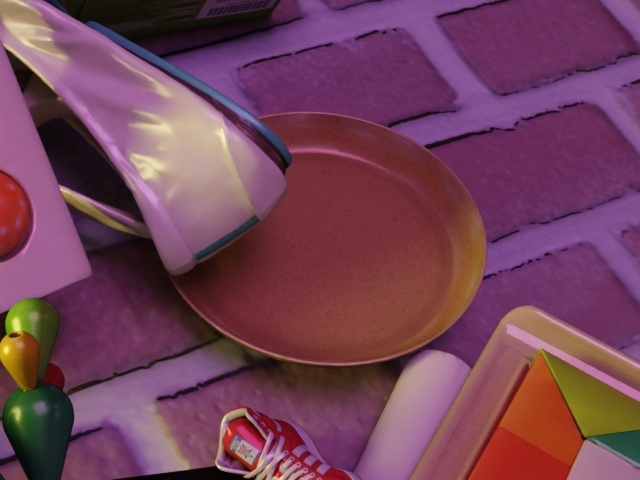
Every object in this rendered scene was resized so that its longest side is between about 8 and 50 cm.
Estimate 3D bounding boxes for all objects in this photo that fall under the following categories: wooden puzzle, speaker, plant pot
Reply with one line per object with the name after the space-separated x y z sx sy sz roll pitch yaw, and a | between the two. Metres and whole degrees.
0.172 0.162 0.796 0.221 0.044 0.239 29 49 10 | wooden puzzle
0.058 0.136 0.846 0.055 0.055 0.136 27 50 4 | speaker
0.000 0.000 0.934 0.236 0.032 0.236 5 50 -5 | plant pot

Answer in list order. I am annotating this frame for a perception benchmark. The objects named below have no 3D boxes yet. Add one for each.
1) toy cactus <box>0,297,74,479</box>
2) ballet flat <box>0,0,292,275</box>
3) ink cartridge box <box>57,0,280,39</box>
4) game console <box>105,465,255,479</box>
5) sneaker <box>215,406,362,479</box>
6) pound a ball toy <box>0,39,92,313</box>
-0.174 0.136 0.662 0.180 0.112 0.219 36 42 -8 | toy cactus
-0.201 -0.115 0.906 0.400 0.139 0.139 37 51 20 | ballet flat
-0.142 -0.301 1.045 0.188 0.097 0.255 -13 78 -26 | ink cartridge box
-0.123 0.212 0.662 0.293 0.250 0.173 -5 81 -20 | game console
-0.020 0.140 0.789 0.067 0.042 0.118 26 6 -38 | sneaker
-0.267 -0.047 0.763 0.208 0.135 0.319 -23 94 -41 | pound a ball toy
